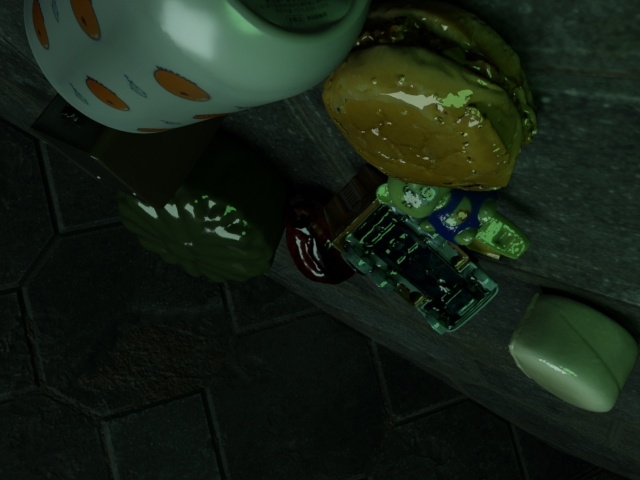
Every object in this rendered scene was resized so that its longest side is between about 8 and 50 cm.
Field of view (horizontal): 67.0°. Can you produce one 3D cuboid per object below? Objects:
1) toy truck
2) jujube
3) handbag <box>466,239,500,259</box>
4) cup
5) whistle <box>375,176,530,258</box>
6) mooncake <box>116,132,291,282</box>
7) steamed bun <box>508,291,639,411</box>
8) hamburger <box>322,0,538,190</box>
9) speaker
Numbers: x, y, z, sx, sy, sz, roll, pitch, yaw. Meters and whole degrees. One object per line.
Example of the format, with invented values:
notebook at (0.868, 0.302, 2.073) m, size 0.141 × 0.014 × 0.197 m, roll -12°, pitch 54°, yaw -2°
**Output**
toy truck at (0.149, 0.017, 0.808) m, size 0.305 × 0.136 × 0.162 m, roll 38°, pitch -165°, yaw -29°
jujube at (0.000, 0.000, 1.049) m, size 0.168 × 0.168 × 0.236 m, roll 21°, pitch 160°, yaw 33°
handbag at (0.260, -0.006, 0.762) m, size 0.061 × 0.027 × 0.083 m, roll 23°, pitch 164°, yaw 26°
cup at (-0.113, -0.210, 0.420) m, size 0.212 × 0.212 × 0.317 m, roll 40°, pitch 162°, yaw -35°
whistle at (0.178, -0.046, 0.639) m, size 0.227 × 0.105 × 0.085 m, roll 34°, pitch -159°, yaw -5°
mooncake at (-0.252, -0.057, 1.055) m, size 0.357 × 0.194 × 0.356 m, roll 12°, pitch 143°, yaw 9°
steamed bun at (0.456, 0.207, 0.861) m, size 0.164 × 0.146 × 0.242 m, roll 23°, pitch 166°, yaw 43°
hamburger at (0.103, -0.135, 0.482) m, size 0.214 × 0.108 × 0.213 m, roll 25°, pitch 169°, yaw 5°
speaker at (-0.278, -0.198, 0.749) m, size 0.153 × 0.230 × 0.192 m, roll 23°, pitch 164°, yaw 25°
